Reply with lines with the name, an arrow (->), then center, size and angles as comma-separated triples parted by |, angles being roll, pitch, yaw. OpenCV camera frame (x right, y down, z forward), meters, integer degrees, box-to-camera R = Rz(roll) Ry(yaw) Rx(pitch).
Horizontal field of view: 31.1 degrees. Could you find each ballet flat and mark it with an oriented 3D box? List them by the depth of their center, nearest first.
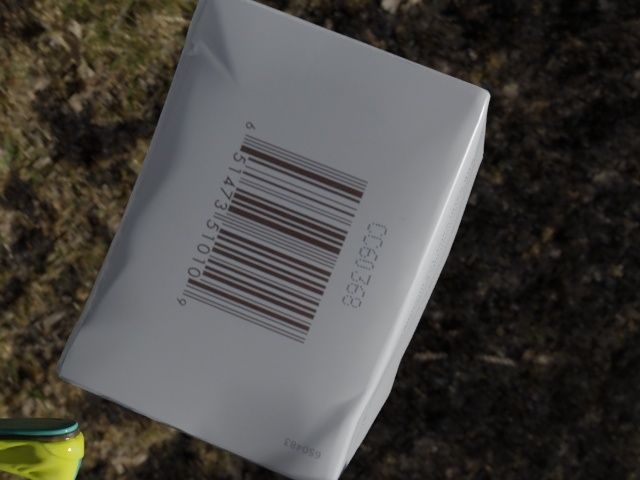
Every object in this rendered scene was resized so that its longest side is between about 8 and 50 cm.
ballet flat -> -0.340, 0.203, 1.117 | 0.077, 0.231, 0.077 | -39, 133, -74

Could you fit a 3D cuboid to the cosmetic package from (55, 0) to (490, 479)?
cosmetic package -> 0.000, 0.000, 0.728 | 0.385, 0.156, 0.217 | 16, 96, -84
